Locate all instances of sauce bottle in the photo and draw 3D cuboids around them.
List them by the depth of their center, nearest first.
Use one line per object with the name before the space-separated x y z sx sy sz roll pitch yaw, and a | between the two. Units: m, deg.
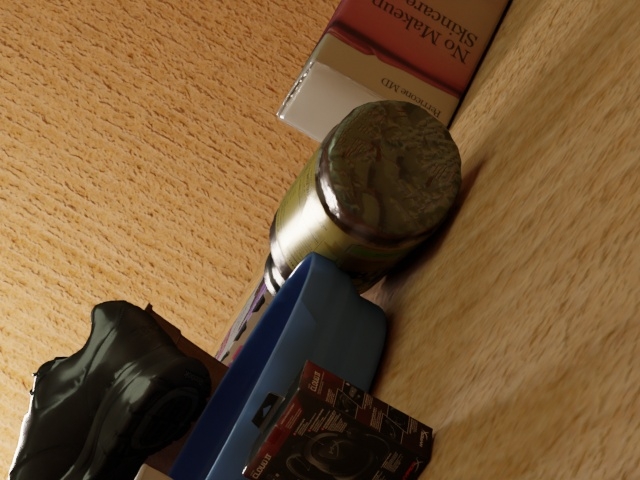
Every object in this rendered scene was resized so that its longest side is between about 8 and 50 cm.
sauce bottle | 0.019 -0.013 1.248 0.111 0.111 0.344 -61 3 -18

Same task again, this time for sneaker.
sneaker | -0.211 0.173 1.311 0.286 0.130 0.109 -50 -30 17

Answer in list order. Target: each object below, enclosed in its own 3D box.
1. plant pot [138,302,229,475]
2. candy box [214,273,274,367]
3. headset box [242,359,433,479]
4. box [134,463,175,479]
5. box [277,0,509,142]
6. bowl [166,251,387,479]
plant pot | -0.134 0.171 1.438 0.167 0.165 0.167 -60 3 5
candy box | -0.056 0.098 1.653 0.196 0.070 0.165 -57 5 31
headset box | 0.005 0.105 0.765 0.062 0.083 0.032 -59 5 24
box | -0.098 0.245 0.802 0.181 0.119 0.182 -59 4 11
box | 0.081 -0.199 1.521 0.232 0.148 0.127 -63 6 -29
bowl | -0.070 0.194 1.124 0.391 0.077 0.391 -60 4 7
